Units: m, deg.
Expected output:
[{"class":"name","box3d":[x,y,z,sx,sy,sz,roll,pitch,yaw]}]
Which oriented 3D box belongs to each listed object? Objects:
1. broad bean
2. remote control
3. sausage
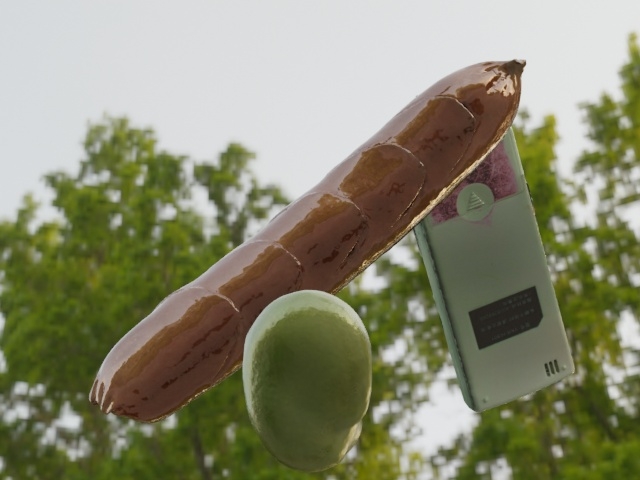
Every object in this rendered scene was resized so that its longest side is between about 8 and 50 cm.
[{"class":"broad bean","box3d":[-0.006,0.061,0.671,0.063,0.045,0.083,10,-68,27]},{"class":"remote control","box3d":[0.198,0.030,1.789,0.145,0.050,0.344,-20,-73,-11]},{"class":"sausage","box3d":[0.000,0.000,1.173,0.433,0.088,0.088,-39,-50,-7]}]
